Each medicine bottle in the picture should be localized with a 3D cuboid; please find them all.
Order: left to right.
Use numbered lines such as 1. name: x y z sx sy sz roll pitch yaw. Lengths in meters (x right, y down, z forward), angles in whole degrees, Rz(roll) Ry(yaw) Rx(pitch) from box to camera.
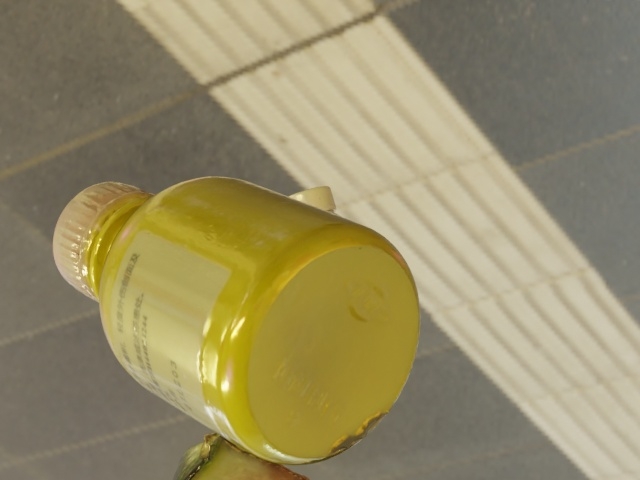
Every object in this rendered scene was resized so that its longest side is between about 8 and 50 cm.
1. medicine bottle: -0.059 0.026 0.717 0.212 0.122 0.122 22 159 47
2. medicine bottle: 0.000 0.000 1.225 0.052 0.089 0.052 -17 174 -2

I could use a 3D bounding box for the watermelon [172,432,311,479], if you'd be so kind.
1. watermelon: 0.002 0.230 0.953 0.303 0.128 0.159 30 103 -22
